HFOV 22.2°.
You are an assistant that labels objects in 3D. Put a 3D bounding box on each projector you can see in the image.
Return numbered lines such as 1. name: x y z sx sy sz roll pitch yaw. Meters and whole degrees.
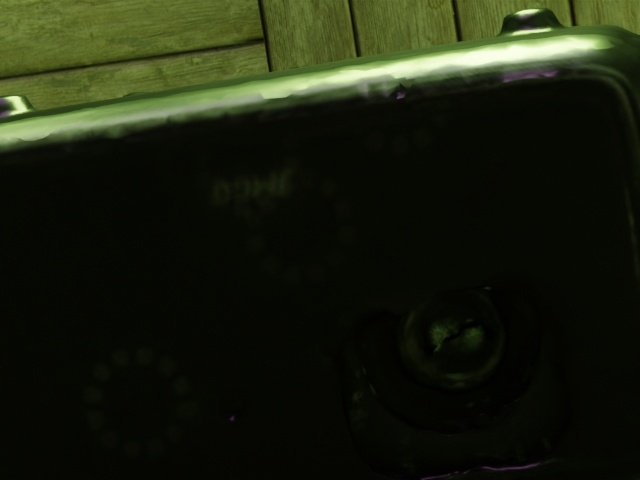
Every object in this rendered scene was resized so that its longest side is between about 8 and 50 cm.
1. projector: 0.011 0.008 0.954 0.395 0.242 0.405 -9 5 10
